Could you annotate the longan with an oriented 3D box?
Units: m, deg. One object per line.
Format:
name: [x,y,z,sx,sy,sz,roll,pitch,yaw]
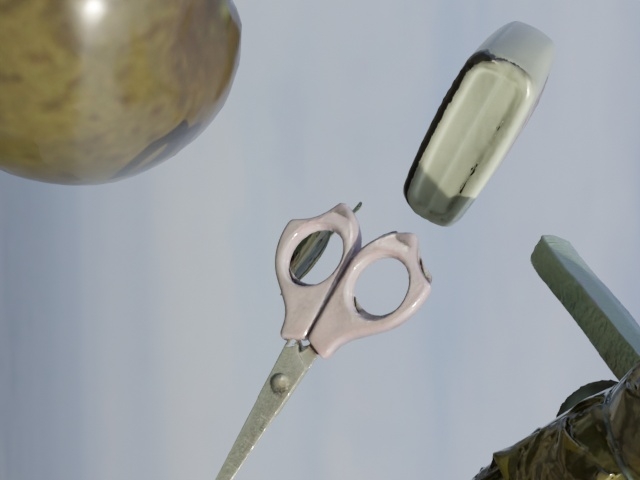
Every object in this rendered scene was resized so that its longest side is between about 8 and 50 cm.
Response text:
longan: [-0.168,-0.145,1.263,0.246,0.246,0.215,174,-83,-84]

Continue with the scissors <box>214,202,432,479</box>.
scissors: [-0.014,0.068,1.031,0.189,0.100,0.015,-60,149,-8]

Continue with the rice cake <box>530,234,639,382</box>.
rice cake: [0.202,0.053,1.326,0.030,0.042,0.180,-59,-148,20]

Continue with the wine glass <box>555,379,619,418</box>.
wine glass: [0.284,0.190,1.597,0.202,0.093,0.093,34,44,-50]

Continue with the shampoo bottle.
shampoo bottle: [0.152,-0.120,1.593,0.153,0.071,0.284,-63,173,22]

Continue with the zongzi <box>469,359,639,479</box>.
zongzi: [0.308,0.128,1.164,0.360,0.322,0.160,-53,-136,37]

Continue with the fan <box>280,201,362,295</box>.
fan: [0.000,0.000,1.169,0.083,0.004,0.056,-44,-161,32]
